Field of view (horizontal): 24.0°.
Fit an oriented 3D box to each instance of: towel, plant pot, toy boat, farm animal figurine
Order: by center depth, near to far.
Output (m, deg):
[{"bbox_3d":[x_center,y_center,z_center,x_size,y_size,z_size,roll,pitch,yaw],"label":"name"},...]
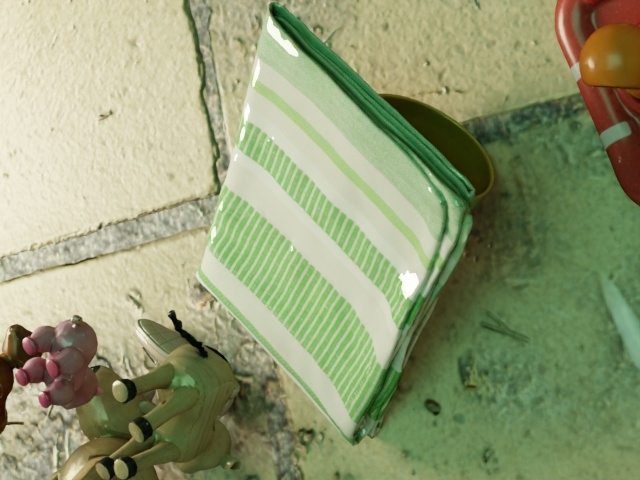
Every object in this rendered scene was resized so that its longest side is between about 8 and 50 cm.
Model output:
[{"bbox_3d":[0.250,-0.130,1.142,0.151,0.151,0.231,-31,73,37],"label":"toy boat"},{"bbox_3d":[0.000,0.000,1.254,0.248,0.038,0.325,46,142,23],"label":"towel"},{"bbox_3d":[0.065,-0.046,1.272,0.134,0.134,0.095,46,128,22],"label":"plant pot"},{"bbox_3d":[-0.185,0.201,1.366,0.330,0.172,0.326,1,107,42],"label":"farm animal figurine"}]

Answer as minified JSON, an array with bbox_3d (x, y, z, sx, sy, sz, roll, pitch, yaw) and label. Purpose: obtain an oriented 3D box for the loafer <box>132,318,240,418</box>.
[{"bbox_3d":[-0.132,0.121,1.411,0.125,0.045,0.039,34,110,22],"label":"loafer"}]
